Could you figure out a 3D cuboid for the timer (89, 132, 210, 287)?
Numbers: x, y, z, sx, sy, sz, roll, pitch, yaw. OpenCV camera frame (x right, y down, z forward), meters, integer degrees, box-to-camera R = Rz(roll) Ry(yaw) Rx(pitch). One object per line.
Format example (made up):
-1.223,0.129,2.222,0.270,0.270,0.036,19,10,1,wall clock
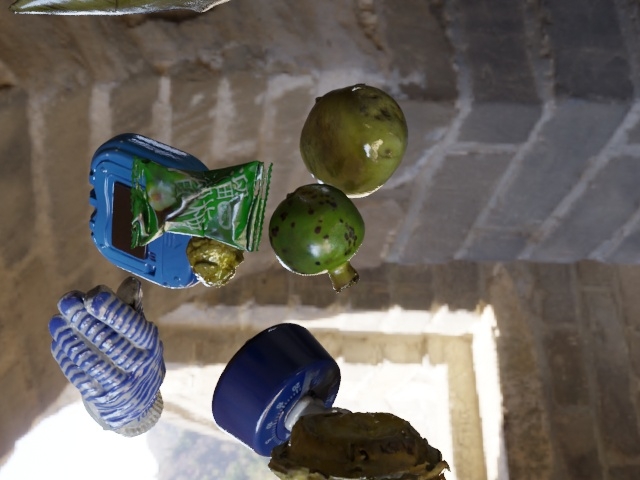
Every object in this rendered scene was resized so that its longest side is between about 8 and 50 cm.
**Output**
-0.377,-0.057,1.880,0.115,0.309,0.340,-48,-24,-51,timer

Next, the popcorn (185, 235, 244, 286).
-0.186,0.027,1.512,0.116,0.106,0.120,45,157,42,popcorn

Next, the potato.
0.056,-0.172,1.442,0.197,0.149,0.228,54,148,16,potato

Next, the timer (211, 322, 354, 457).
0.000,0.367,1.646,0.383,0.270,0.270,35,134,33,timer

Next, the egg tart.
0.056,0.313,1.264,0.279,0.279,0.095,176,93,-82,egg tart

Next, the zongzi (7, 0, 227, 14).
-0.163,-0.247,0.782,0.205,0.204,0.094,26,138,44,zongzi

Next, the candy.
-0.178,-0.058,1.246,0.078,0.203,0.141,-103,20,-53,candy

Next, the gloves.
-0.203,0.121,0.849,0.229,0.097,0.119,80,-155,-50,gloves

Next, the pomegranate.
-0.002,-0.004,1.263,0.122,0.143,0.169,71,173,-77,pomegranate
